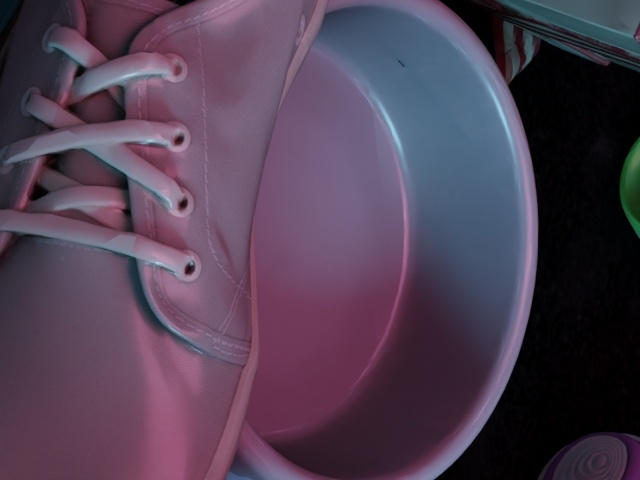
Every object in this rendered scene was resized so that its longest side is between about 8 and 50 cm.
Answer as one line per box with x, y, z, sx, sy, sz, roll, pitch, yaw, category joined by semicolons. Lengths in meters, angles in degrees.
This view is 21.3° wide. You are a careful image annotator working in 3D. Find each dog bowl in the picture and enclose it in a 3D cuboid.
0.000;0.000;1.005;0.349;0.102;0.348;-3;94;-47;dog bowl

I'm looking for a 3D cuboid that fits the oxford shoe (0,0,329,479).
-0.097;-0.027;0.790;0.130;0.169;0.449;72;31;-65;oxford shoe

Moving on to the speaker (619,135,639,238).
0.360;0.003;1.361;0.296;0.131;0.131;30;71;-43;speaker

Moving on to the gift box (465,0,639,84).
0.192;-0.215;1.090;0.255;0.258;0.276;25;94;-46;gift box

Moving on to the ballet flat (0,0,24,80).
-0.173;-0.071;0.855;0.168;0.057;0.052;-59;139;-26;ballet flat

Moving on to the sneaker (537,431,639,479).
0.186;0.280;1.188;0.305;0.114;0.152;-55;132;-40;sneaker
